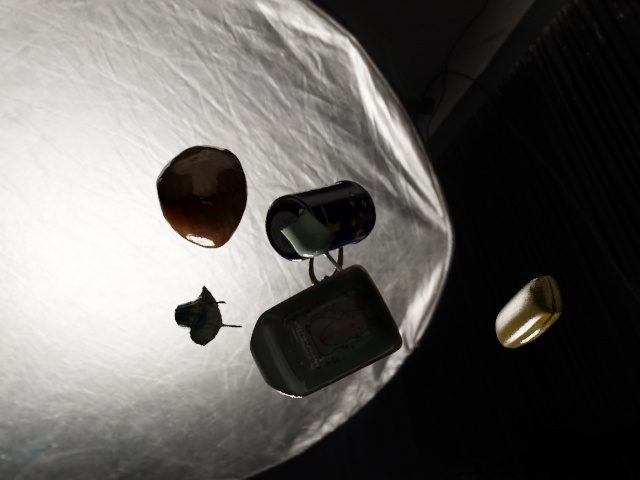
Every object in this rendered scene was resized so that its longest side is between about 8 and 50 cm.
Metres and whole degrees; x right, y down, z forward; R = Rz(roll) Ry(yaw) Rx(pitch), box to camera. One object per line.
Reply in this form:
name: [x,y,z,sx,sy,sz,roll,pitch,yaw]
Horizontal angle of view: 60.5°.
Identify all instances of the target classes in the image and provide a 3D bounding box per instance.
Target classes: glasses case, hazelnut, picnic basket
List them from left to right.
hazelnut: [-0.232,-0.085,1.088,0.177,0.214,0.214,1,153,2]
picnic basket: [-0.150,0.100,0.732,0.083,0.083,0.065,-8,136,15]
glasses case: [0.368,0.136,0.984,0.064,0.079,0.234,1,154,0]

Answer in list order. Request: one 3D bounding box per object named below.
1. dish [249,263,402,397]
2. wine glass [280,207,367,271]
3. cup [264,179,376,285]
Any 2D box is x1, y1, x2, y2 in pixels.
dish: [0.001,0.153,0.898,0.234,0.153,0.064,-27,174,3]
wine glass: [0.006,0.024,1.124,0.079,0.079,0.195,-32,108,36]
cup: [0.013,-0.012,1.371,0.179,0.254,0.256,-25,177,39]
